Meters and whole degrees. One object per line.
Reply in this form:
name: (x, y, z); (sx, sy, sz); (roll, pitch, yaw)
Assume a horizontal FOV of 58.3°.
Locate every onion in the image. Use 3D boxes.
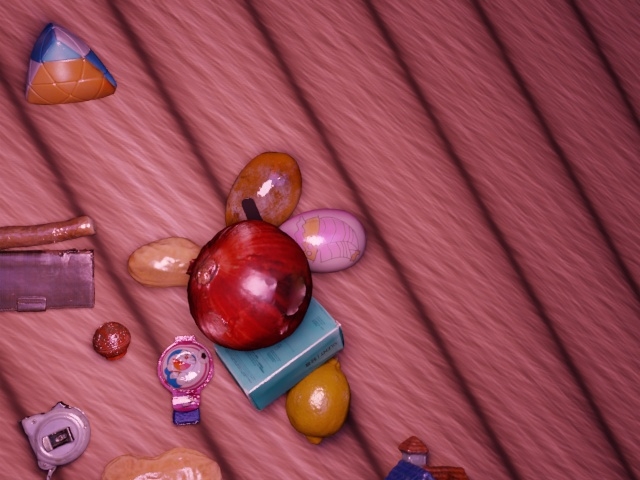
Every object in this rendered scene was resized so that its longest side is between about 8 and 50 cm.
onion: (-0.168, 0.126, 1.480); (0.341, 0.341, 0.341); (2, 82, -14)

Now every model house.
model house: (0.330, 0.745, 1.654); (0.295, 0.252, 0.329); (9, 75, -13)

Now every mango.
mango: (-0.173, -0.114, 1.681); (0.193, 0.146, 0.316); (28, 97, -12)

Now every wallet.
wallet: (-0.771, 0.107, 1.529); (0.317, 0.044, 0.169); (-1, 96, -17)

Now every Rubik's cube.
Rubik's cube: (-0.738, -0.487, 1.592); (0.255, 0.254, 0.254); (2, 82, -14)

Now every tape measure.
tape measure: (-0.649, 0.585, 1.492); (0.164, 0.084, 0.330); (-26, 88, -12)

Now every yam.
yam: (-0.765, -0.017, 1.552); (0.300, 0.066, 0.066); (-9, 85, -16)

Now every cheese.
cheese: (-0.375, 0.388, 1.600); (0.155, 0.062, 0.244); (1, 83, -16)

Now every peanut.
peanut: (-0.373, 0.060, 1.605); (0.319, 0.147, 0.147); (2, 82, -19)
peanut: (-0.419, 0.631, 1.523); (0.313, 0.149, 0.149); (-2, 83, -10)

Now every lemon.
lemon: (-0.004, 0.447, 1.626); (0.184, 0.184, 0.248); (17, 73, -12)

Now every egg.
egg: (0.000, 0.000, 1.678); (0.271, 0.196, 0.196); (4, 82, -21)

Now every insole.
insole: (-0.188, -0.052, 1.629); (0.053, 0.002, 0.152); (-19, 116, 0)

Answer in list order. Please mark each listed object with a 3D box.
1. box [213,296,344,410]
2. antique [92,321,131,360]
box: (-0.112, 0.296, 1.603); (0.311, 0.118, 0.205); (-35, 52, -16)
antique: (-0.563, 0.266, 1.548); (0.104, 0.104, 0.104); (2, 82, -14)
